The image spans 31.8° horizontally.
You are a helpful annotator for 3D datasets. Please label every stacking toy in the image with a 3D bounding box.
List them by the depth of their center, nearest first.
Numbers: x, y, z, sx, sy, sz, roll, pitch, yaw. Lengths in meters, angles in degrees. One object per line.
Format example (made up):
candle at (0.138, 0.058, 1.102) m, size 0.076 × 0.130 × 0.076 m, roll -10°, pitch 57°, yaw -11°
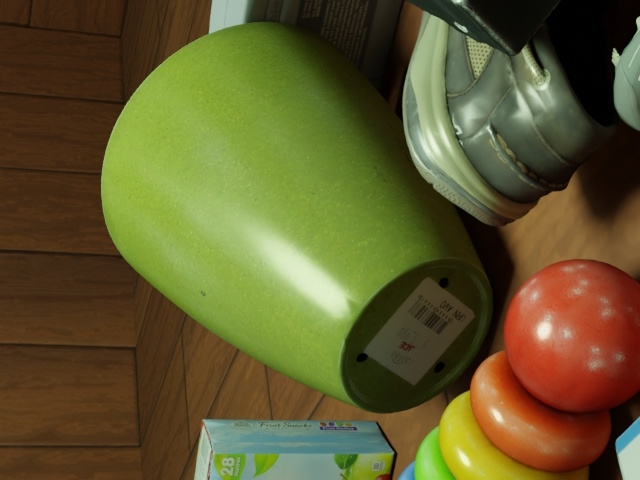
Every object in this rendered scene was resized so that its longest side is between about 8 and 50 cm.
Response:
stacking toy at (0.115, 0.154, 0.712) m, size 0.141 × 0.141 × 0.330 m, roll -108°, pitch 33°, yaw -49°

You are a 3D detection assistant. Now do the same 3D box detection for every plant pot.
plant pot at (0.000, 0.000, 0.921) m, size 0.293 × 0.274 × 0.275 m, roll 44°, pitch 131°, yaw 48°

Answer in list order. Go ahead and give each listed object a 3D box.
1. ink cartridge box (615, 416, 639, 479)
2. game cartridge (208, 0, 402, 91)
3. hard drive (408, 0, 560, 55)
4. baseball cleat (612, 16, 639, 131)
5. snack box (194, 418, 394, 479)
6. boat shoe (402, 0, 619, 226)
ink cartridge box at (0.205, 0.064, 0.314) m, size 0.140 × 0.190 × 0.082 m, roll 115°, pitch 154°, yaw -49°
game cartridge at (-0.006, -0.228, 1.026) m, size 0.062 × 0.198 × 0.297 m, roll 42°, pitch 130°, yaw 39°
hard drive at (0.078, -0.272, 0.692) m, size 0.237 × 0.064 × 0.339 m, roll -52°, pitch 39°, yaw 6°
baseball cleat at (0.207, -0.091, 0.535) m, size 0.206 × 0.072 × 0.109 m, roll 107°, pitch 145°, yaw -60°
snack box at (-0.036, 0.274, 1.067) m, size 0.070 × 0.174 × 0.207 m, roll -126°, pitch 43°, yaw -65°
boat shoe at (0.139, -0.181, 0.722) m, size 0.130 × 0.132 × 0.355 m, roll -23°, pitch 56°, yaw 42°
